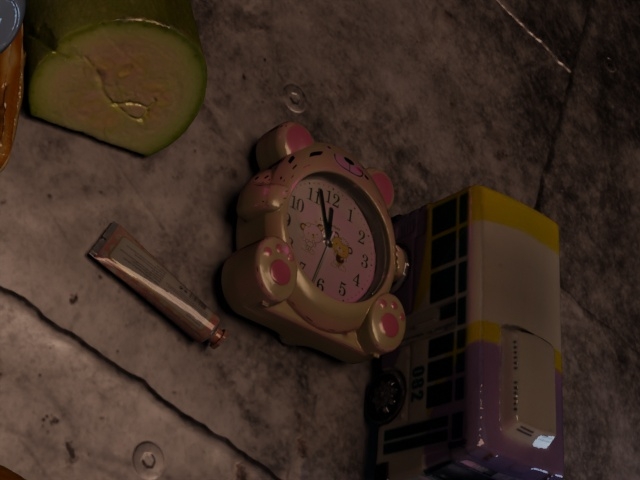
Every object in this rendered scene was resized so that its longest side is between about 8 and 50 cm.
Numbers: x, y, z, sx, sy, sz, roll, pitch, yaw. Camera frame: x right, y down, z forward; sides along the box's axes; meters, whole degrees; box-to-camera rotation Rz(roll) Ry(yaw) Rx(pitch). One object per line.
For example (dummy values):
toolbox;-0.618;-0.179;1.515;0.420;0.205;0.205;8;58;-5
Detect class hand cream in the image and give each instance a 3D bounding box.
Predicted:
hand cream;-0.206;0.065;1.542;0.210;0.043;0.067;43;47;-14

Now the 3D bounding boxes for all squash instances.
squash;-0.286;-0.308;1.606;0.234;0.210;0.309;17;34;-36

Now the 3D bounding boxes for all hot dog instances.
hot dog;-0.413;-0.192;1.434;0.109;0.072;0.269;22;61;-37

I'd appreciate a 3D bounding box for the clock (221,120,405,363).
clock;0.000;0.000;1.705;0.284;0.114;0.309;26;56;-31

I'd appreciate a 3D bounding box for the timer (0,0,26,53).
timer;-0.453;-0.277;1.347;0.175;0.256;0.175;-26;120;-57

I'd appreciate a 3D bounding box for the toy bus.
toy bus;0.225;0.164;1.744;0.209;0.249;0.439;24;58;-34

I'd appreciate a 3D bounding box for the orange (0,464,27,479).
orange;-0.355;0.374;1.197;0.263;0.196;0.334;16;54;-53
